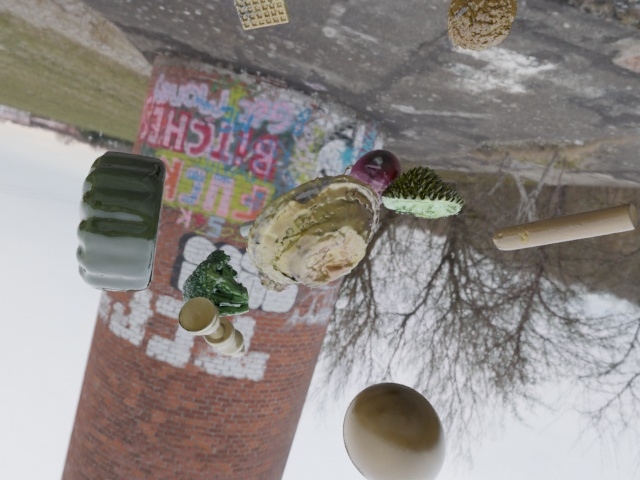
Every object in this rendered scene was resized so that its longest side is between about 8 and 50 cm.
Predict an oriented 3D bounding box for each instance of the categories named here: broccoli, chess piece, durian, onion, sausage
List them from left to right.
[{"bbox_3d":[-0.376,0.182,1.847,0.245,0.265,0.294,11,-138,-13],"label":"broccoli"},{"bbox_3d":[-0.339,0.311,1.702,0.117,0.117,0.397,19,158,20],"label":"chess piece"},{"bbox_3d":[0.194,-0.231,1.796,0.207,0.200,0.200,-11,-162,-19],"label":"onion"},{"bbox_3d":[0.392,-0.136,1.828,0.394,0.198,0.163,13,-148,-46],"label":"durian"},{"bbox_3d":[0.543,-0.025,1.154,0.301,0.065,0.066,-10,170,39],"label":"sausage"}]

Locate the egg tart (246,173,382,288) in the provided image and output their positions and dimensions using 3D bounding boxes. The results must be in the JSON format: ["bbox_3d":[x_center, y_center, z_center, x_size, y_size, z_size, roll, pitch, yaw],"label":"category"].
[{"bbox_3d":[0.000,0.000,1.219,0.352,0.352,0.150,9,-141,-37],"label":"egg tart"}]

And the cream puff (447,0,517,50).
[{"bbox_3d":[0.325,-0.453,1.033,0.144,0.126,0.103,-12,-165,31],"label":"cream puff"}]

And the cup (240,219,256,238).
[{"bbox_3d":[-0.192,-0.030,1.530,0.075,0.054,0.083,42,151,-24],"label":"cup"}]

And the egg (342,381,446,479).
[{"bbox_3d":[0.233,0.607,1.569,0.374,0.301,0.301,48,170,-32],"label":"egg"}]

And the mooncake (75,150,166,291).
[{"bbox_3d":[-0.494,-0.049,1.268,0.187,0.351,0.351,10,-170,-16],"label":"mooncake"}]

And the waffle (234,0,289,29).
[{"bbox_3d":[-0.170,-0.675,1.481,0.148,0.042,0.102,-4,143,10],"label":"waffle"}]

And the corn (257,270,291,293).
[{"bbox_3d":[-0.075,0.029,1.694,0.127,0.335,0.126,38,173,5],"label":"corn"}]
